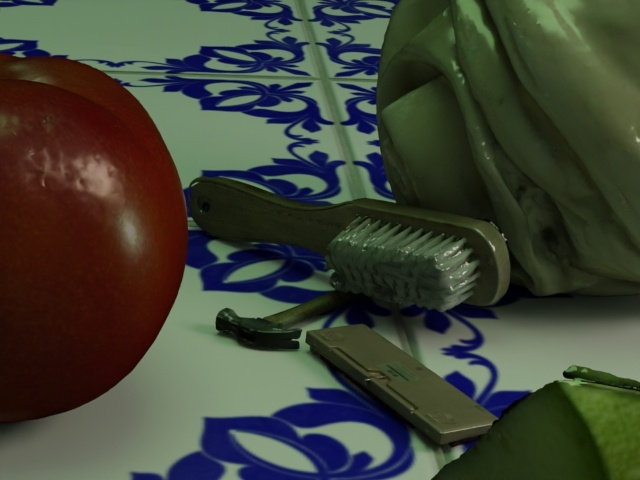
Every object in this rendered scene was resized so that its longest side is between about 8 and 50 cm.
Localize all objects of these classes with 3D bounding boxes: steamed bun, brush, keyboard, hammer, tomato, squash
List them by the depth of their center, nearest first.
[{"bbox_3d":[0.157,0.153,0.721,0.184,0.192,0.085,17,58,-12],"label":"squash"},{"bbox_3d":[-0.224,-0.002,0.904,0.298,0.226,0.298,0,14,0],"label":"tomato"},{"bbox_3d":[0.051,0.096,0.980,0.055,0.017,0.166,-5,22,-32],"label":"keyboard"},{"bbox_3d":[0.005,0.048,1.097,0.062,0.017,0.182,21,26,37],"label":"hammer"},{"bbox_3d":[0.175,-0.074,1.113,0.219,0.310,0.324,-41,47,-24],"label":"steamed bun"},{"bbox_3d":[0.000,0.000,1.129,0.327,0.070,0.065,14,30,42],"label":"brush"}]
